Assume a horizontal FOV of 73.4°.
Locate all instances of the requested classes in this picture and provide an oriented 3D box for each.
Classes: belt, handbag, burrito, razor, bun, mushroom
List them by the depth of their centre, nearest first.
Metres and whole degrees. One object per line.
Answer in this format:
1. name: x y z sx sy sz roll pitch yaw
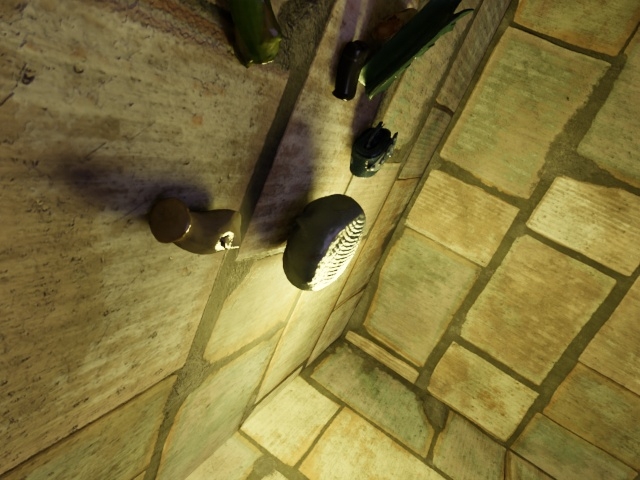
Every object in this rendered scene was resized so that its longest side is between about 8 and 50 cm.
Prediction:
1. mushroom: -0.244 -0.020 0.883 0.108 0.096 0.247 -37 164 16
2. razor: 0.079 -0.446 1.133 0.090 0.054 0.148 -39 154 -47
3. handbag: 0.254 -0.544 1.195 0.326 0.089 0.238 -35 -175 39
4. burrito: 0.231 -0.625 1.235 0.086 0.061 0.226 -15 -162 42
5. bun: 0.003 -0.005 1.401 0.354 0.194 0.355 -48 160 -24
6. belt: 0.177 -0.320 1.490 0.218 0.122 0.129 -54 161 -39

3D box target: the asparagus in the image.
1. asparagus: -0.118 -0.396 0.653 0.082 0.085 0.343 -29 157 -11
